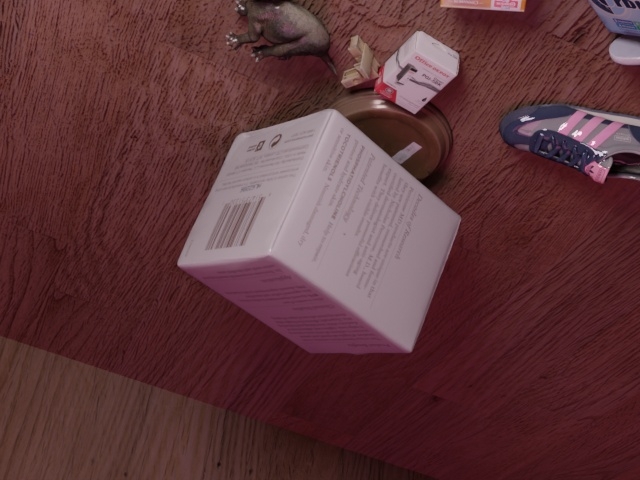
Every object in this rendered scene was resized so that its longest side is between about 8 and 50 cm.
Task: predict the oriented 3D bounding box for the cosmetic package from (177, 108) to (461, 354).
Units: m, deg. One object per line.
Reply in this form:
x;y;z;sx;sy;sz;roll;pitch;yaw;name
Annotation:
0.000;0.000;2.122;0.394;0.327;0.329;37;153;-31;cosmetic package

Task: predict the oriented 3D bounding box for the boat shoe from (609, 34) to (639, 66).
0.619;-0.327;1.827;0.229;0.080;0.076;-11;137;14;boat shoe

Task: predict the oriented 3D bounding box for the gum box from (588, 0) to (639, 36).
0.493;-0.402;1.709;0.184;0.041;0.157;41;173;-35;gum box

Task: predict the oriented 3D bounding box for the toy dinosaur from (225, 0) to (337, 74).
-0.061;-0.374;1.879;0.160;0.121;0.313;-9;137;44;toy dinosaur

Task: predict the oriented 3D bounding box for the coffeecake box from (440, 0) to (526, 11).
0.271;-0.467;1.721;0.142;0.068;0.185;5;143;6;coffeecake box

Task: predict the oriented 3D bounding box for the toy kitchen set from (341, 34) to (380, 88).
0.058;-0.319;1.964;0.075;0.068;0.083;-15;136;30;toy kitchen set

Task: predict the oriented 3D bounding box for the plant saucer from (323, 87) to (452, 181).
0.127;-0.196;2.136;0.278;0.041;0.278;6;142;4;plant saucer

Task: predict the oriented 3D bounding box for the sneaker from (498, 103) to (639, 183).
0.497;-0.174;2.003;0.319;0.131;0.112;6;143;6;sneaker

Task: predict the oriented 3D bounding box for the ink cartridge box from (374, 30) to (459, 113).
0.178;-0.310;1.959;0.099;0.056;0.135;26;141;-19;ink cartridge box
